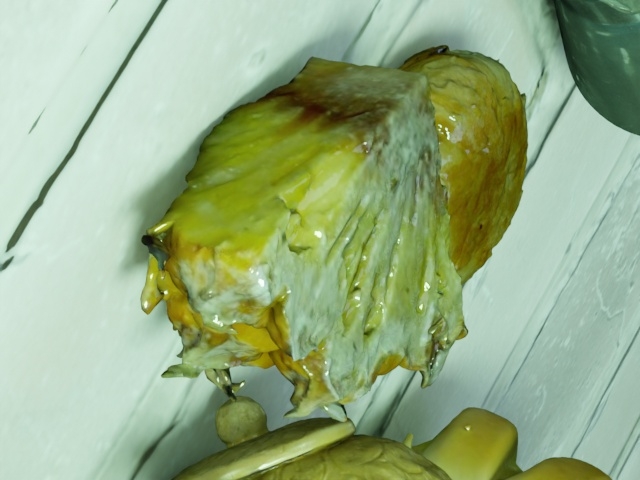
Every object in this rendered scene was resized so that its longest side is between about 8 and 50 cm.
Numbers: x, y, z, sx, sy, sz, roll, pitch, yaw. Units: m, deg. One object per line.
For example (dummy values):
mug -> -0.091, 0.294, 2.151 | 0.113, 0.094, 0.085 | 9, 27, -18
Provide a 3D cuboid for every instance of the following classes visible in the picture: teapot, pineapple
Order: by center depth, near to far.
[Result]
pineapple -> 0.000, 0.000, 0.859 | 0.236, 0.114, 0.186 | 30, 75, -67
teapot -> -0.022, 0.165, 0.913 | 0.203, 0.167, 0.311 | -24, 175, 14
teapot -> 0.211, -0.188, 1.066 | 0.225, 0.171, 0.203 | 33, 51, -58

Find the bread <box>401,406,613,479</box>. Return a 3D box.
bread -> 0.127, 0.281, 1.194 | 0.211, 0.270, 0.315 | -47, 156, -65

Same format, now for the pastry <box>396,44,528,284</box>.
pastry -> 0.070, -0.043, 0.992 | 0.153, 0.081, 0.153 | -37, 142, -37
